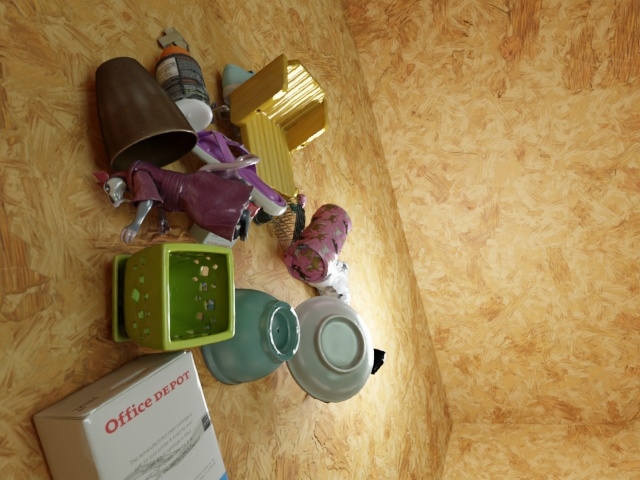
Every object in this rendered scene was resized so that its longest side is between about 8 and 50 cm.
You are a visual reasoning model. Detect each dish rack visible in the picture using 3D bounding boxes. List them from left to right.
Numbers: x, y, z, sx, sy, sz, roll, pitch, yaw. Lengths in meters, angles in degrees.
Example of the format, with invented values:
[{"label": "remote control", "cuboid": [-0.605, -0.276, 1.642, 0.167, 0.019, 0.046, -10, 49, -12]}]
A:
[{"label": "dish rack", "cuboid": [-0.142, -0.101, 1.706, 0.271, 0.074, 0.208, 47, 42, -49]}]

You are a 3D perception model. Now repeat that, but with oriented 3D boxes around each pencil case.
[{"label": "pencil case", "cuboid": [0.000, 0.000, 1.694, 0.167, 0.160, 0.386, 57, 31, -15]}]

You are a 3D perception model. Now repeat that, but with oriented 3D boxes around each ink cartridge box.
[{"label": "ink cartridge box", "cuboid": [-0.370, 0.471, 0.943, 0.285, 0.166, 0.395, -26, 105, -63]}, {"label": "ink cartridge box", "cuboid": [-0.278, -0.062, 1.306, 0.072, 0.175, 0.127, 43, 13, 27]}]

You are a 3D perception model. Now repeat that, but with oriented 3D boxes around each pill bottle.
[{"label": "pill bottle", "cuboid": [-0.387, -0.430, 1.250, 0.130, 0.130, 0.246, 30, 36, -56]}]

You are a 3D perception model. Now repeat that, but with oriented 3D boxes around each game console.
[{"label": "game console", "cuboid": [0.101, 0.531, 1.801, 0.361, 0.213, 0.044, -33, 121, -49]}]

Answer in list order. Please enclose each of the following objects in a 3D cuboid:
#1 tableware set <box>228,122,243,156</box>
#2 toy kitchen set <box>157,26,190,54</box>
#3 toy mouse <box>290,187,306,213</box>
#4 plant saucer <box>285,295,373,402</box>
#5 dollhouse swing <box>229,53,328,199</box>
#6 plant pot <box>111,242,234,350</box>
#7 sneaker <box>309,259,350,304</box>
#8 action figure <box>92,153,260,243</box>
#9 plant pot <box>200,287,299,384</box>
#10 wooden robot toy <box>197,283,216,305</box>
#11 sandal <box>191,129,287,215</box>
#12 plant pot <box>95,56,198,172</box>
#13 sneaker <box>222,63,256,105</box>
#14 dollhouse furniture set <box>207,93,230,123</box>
[{"label": "tableware set", "cuboid": [-0.267, -0.367, 1.614, 0.141, 0.020, 0.169, -39, 115, -59]}, {"label": "toy kitchen set", "cuboid": [-0.445, -0.578, 1.347, 0.068, 0.075, 0.083, -36, 78, -22]}, {"label": "toy mouse", "cuboid": [-0.087, -0.157, 1.869, 0.161, 0.031, 0.143, -46, 121, -58]}, {"label": "plant saucer", "cuboid": [0.056, 0.392, 1.672, 0.400, 0.100, 0.401, 14, 62, -28]}, {"label": "dollhouse swing", "cuboid": [-0.099, -0.366, 1.537, 0.347, 0.315, 0.305, 23, 39, -64]}, {"label": "plant pot", "cuboid": [-0.352, 0.130, 1.049, 0.227, 0.207, 0.228, 8, 77, -62]}, {"label": "sneaker", "cuboid": [0.029, 0.186, 1.849, 0.365, 0.137, 0.210, 16, 64, -63]}, {"label": "action figure", "cuboid": [-0.341, -0.122, 1.064, 0.370, 0.248, 0.276, 15, 96, -19]}, {"label": "plant pot", "cuboid": [-0.186, 0.277, 1.339, 0.293, 0.196, 0.293, 32, 53, -54]}, {"label": "wooden robot toy", "cuboid": [-0.323, 0.154, 1.249, 0.173, 0.079, 0.076, 1, 80, -62]}, {"label": "sandal", "cuboid": [-0.249, -0.241, 1.331, 0.416, 0.102, 0.169, 40, 16, -7]}, {"label": "plant pot", "cuboid": [-0.444, -0.313, 1.083, 0.215, 0.215, 0.231, -19, 84, -63]}, {"label": "sneaker", "cuboid": [-0.221, -0.545, 1.647, 0.366, 0.135, 0.150, 7, 75, -64]}, {"label": "dollhouse furniture set", "cuboid": [-0.318, -0.442, 1.474, 0.114, 0.081, 0.091, -29, 106, -62]}]
